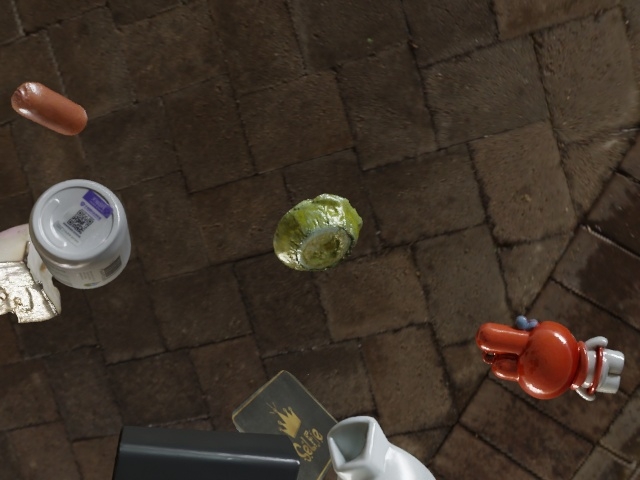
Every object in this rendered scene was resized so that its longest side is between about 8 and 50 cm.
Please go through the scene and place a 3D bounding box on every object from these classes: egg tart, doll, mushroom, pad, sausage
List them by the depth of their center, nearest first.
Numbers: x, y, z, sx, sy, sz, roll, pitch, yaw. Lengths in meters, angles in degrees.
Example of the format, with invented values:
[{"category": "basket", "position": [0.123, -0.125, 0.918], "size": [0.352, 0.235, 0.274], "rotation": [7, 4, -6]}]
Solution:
[{"category": "doll", "position": [0.454, 0.240, 1.508], "size": [0.290, 0.130, 0.161], "rotation": [10, 105, 8]}, {"category": "egg tart", "position": [0.000, 0.000, 1.539], "size": [0.197, 0.197, 0.078], "rotation": [-45, 40, 18]}, {"category": "mushroom", "position": [-0.643, 0.055, 1.546], "size": [0.173, 0.162, 0.236], "rotation": [-3, 142, -1]}, {"category": "sausage", "position": [-0.570, -0.276, 1.583], "size": [0.077, 0.194, 0.077], "rotation": [-5, 75, 22]}, {"category": "pad", "position": [-0.019, 0.439, 1.727], "size": [0.315, 0.375, 0.063], "rotation": [46, 108, 5]}]

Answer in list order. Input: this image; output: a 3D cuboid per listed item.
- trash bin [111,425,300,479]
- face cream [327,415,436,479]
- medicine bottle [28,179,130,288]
[{"category": "trash bin", "position": [-0.157, 0.333, 0.967], "size": [0.225, 0.115, 0.165], "rotation": [10, 91, -14]}, {"category": "face cream", "position": [0.055, 0.285, 0.409], "size": [0.145, 0.370, 0.145], "rotation": [-1, 141, -1]}, {"category": "medicine bottle", "position": [-0.360, 0.002, 1.143], "size": [0.135, 0.215, 0.135], "rotation": [3, 72, -11]}]
